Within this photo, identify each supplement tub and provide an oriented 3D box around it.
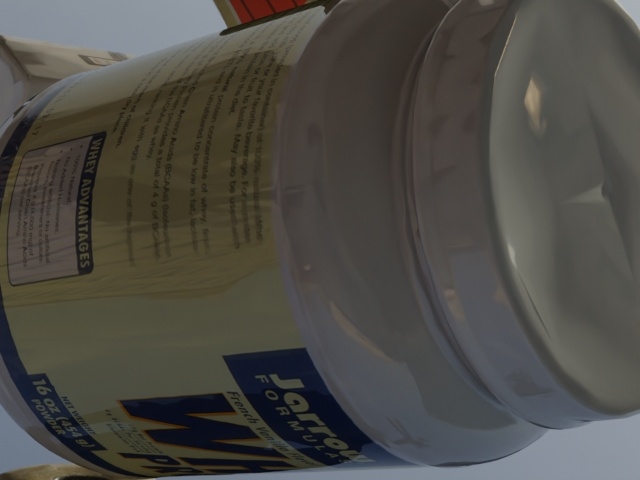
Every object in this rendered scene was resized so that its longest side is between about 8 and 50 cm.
[{"bbox_3d":[0.000,0.000,0.708,0.325,0.235,0.235,-10,-149,39],"label":"supplement tub"}]

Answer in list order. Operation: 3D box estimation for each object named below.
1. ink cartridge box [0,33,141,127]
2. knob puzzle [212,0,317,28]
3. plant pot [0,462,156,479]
[{"bbox_3d":[-0.172,-0.069,1.106,0.203,0.148,0.086,3,-151,-36],"label":"ink cartridge box"},{"bbox_3d":[0.022,-0.174,0.902,0.213,0.213,0.030,3,-178,-6],"label":"knob puzzle"},{"bbox_3d":[-0.147,0.315,0.832,0.334,0.305,0.334,19,-169,-4],"label":"plant pot"}]
